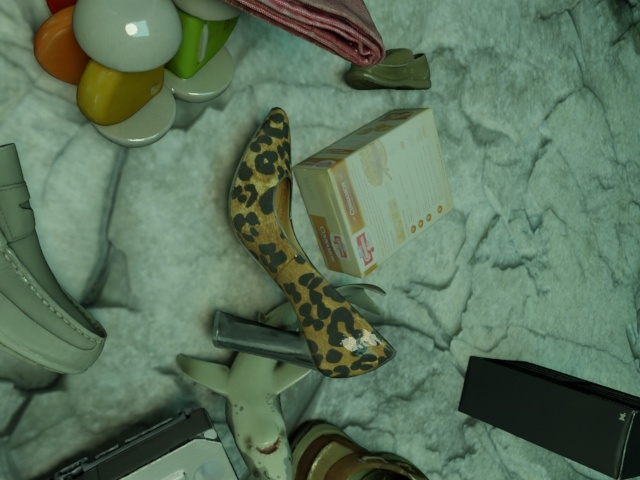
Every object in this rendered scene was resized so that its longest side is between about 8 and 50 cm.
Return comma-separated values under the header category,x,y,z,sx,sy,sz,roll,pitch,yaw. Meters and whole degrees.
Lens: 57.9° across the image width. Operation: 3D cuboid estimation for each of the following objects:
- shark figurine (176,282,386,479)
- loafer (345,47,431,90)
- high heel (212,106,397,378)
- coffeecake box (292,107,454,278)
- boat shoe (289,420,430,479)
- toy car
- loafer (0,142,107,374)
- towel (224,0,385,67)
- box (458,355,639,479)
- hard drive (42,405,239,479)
category,x,y,z,sx,sy,sz,roll,pitch,yaw
shark figurine,-0.043,0.137,0.659,0.278,0.166,0.116,-54,154,-41
loafer,0.085,-0.212,0.715,0.148,0.056,0.050,-13,105,-48
high heel,0.000,0.000,0.583,0.093,0.186,0.262,13,85,-74
coffeecake box,0.073,-0.064,0.718,0.185,0.068,0.142,-34,118,-31
boat shoe,0.083,0.346,0.764,0.324,0.119,0.123,37,74,-38
toy car,-0.149,-0.180,0.480,0.136,0.159,0.182,42,62,4
loafer,-0.259,-0.027,0.417,0.111,0.112,0.319,-43,122,-16
towel,-0.068,-0.305,0.464,0.237,0.037,0.329,11,55,-41
box,0.383,0.268,0.910,0.184,0.261,0.103,17,86,-40
hard drive,-0.159,0.353,0.562,0.236,0.064,0.339,-24,112,-19
